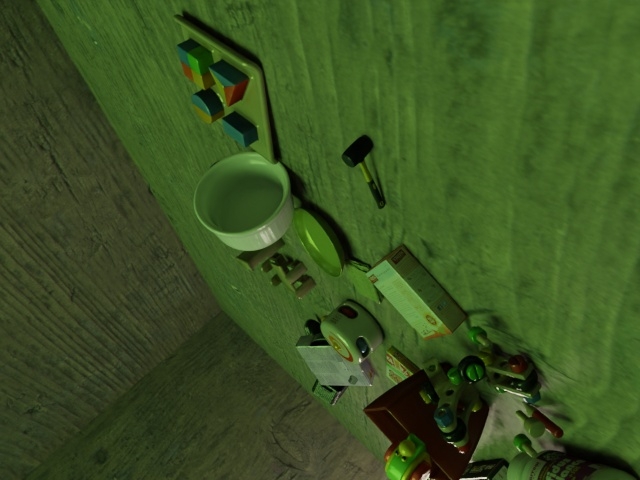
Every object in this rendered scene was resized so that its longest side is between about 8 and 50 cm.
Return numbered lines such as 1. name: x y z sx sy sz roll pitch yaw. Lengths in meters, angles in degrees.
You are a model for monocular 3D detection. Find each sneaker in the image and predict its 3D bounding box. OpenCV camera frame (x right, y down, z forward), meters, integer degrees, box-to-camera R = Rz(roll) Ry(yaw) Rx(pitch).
1. sneaker: 0.025 0.427 2.252 0.130 0.087 0.227 -8 116 56

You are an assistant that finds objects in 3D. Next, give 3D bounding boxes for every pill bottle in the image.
1. pill bottle: 0.582 0.590 1.241 0.169 0.169 0.301 51 159 -5

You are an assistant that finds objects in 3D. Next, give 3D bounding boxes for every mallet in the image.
1. mallet: 0.096 -0.129 1.129 0.039 0.062 0.189 31 154 43

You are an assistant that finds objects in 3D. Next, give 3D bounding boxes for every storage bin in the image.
1. storage bin: 0.058 0.623 2.350 0.122 0.180 0.084 30 118 15

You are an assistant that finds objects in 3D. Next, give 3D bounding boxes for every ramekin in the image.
1. ramekin: -0.208 -0.105 1.520 0.277 0.277 0.135 39 165 27

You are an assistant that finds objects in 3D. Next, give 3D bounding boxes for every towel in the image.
1. towel: 0.128 0.117 1.555 0.110 0.027 0.148 24 147 48

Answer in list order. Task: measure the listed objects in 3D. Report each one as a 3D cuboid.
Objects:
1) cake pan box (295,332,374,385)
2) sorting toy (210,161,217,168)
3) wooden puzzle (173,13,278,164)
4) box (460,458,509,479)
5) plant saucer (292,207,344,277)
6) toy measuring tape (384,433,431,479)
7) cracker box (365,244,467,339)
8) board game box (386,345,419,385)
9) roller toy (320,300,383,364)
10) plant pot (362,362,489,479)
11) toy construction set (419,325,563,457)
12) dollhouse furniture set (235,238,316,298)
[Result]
1. cake pan box: 0.059 0.483 2.144 0.246 0.070 0.267 -11 124 31
2. sorting toy: -0.347 -0.114 1.996 0.127 0.126 0.365 27 151 47
3. wooden puzzle: -0.258 -0.378 1.398 0.322 0.080 0.348 39 158 27
4. box: 0.662 0.907 1.749 0.395 0.097 0.318 46 161 14
5. plant saucer: 0.000 0.000 1.568 0.241 0.037 0.241 48 158 26
6. toy measuring tape: 0.235 0.614 1.406 0.121 0.121 0.330 34 155 37
7. cracker box: 0.230 0.132 1.309 0.232 0.067 0.156 48 159 2
8. board game box: 0.284 0.467 1.851 0.124 0.039 0.259 39 160 28
9. roller toy: 0.098 0.313 1.794 0.209 0.146 0.191 47 159 9
10. plant pot: 0.321 0.506 1.542 0.267 0.236 0.267 46 160 7
11. toy construction set: 0.383 0.355 1.258 0.309 0.257 0.237 31 -177 -14
12. dollhouse furniture set: -0.176 0.116 1.996 0.212 0.161 0.242 16 142 57
